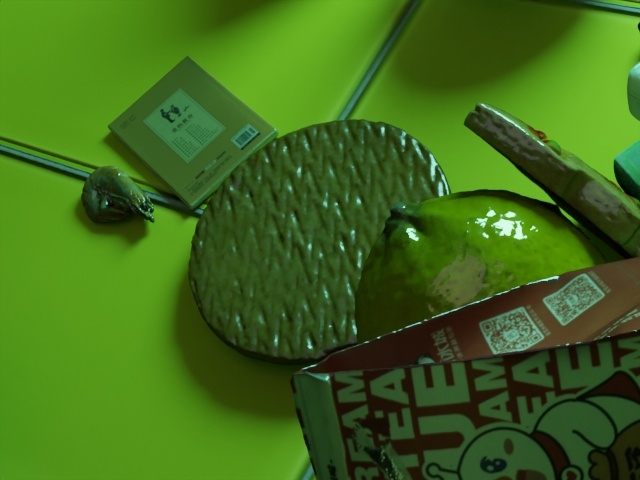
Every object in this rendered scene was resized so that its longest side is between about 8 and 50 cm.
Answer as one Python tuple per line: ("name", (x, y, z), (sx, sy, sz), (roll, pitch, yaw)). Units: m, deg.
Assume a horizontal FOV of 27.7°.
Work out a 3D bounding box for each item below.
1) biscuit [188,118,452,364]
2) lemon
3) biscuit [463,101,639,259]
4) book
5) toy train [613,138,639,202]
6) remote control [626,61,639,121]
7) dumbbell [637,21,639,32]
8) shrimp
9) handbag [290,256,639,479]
("biscuit", (0.000, 0.001, 1.180), (0.262, 0.037, 0.262), (-12, 53, 16))
("lemon", (0.128, 0.060, 0.969), (0.192, 0.231, 0.192), (-35, 17, 12))
("biscuit", (0.202, -0.036, 0.991), (0.041, 0.239, 0.212), (-50, 26, 7))
("book", (-0.134, -0.114, 1.338), (0.118, 0.012, 0.172), (-42, 51, -7))
("toy train", (0.339, -0.014, 1.011), (0.119, 0.085, 0.251), (-35, 48, 5))
("remote control", (0.400, -0.174, 1.047), (0.344, 0.050, 0.145), (-36, 46, -26))
("dumbbell", (0.328, -0.209, 1.177), (0.083, 0.040, 0.036), (-41, 83, -7))
("shrimp", (-0.207, -0.037, 1.313), (0.059, 0.023, 0.108), (-48, 51, 0))
("handbag", (0.137, 0.116, 0.816), (0.298, 0.171, 0.151), (-10, 15, -2))
